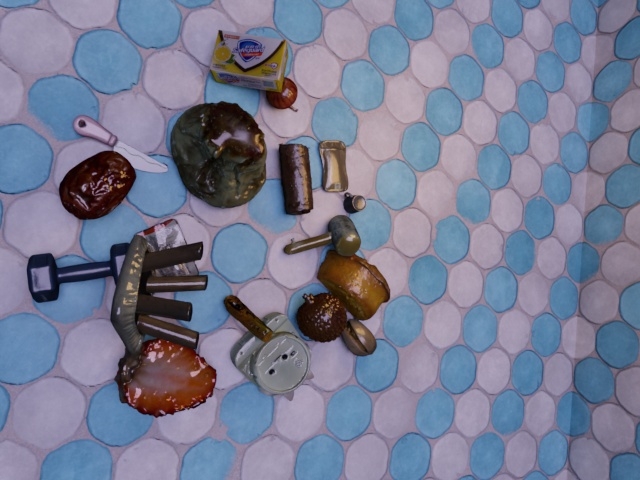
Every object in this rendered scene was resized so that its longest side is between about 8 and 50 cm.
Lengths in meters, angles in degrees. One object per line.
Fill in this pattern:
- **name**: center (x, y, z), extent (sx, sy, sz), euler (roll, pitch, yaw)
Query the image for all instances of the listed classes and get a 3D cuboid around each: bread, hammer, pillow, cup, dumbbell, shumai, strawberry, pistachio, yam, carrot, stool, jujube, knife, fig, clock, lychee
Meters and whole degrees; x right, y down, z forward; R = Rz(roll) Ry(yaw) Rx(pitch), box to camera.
- **bread**: center (0.152, 0.180, 1.876), extent (0.340, 0.179, 0.194), euler (47, 72, -14)
- **hammer**: center (0.000, 0.000, 1.846), extent (0.305, 0.202, 0.113), euler (-13, 121, -4)
- **pillow**: center (0.060, -0.312, 1.936), extent (0.130, 0.033, 0.218), euler (-6, 90, -26)
- **cup**: center (0.140, -0.163, 1.940), extent (0.078, 0.077, 0.100), euler (-46, 104, -18)
- **dumbbell**: center (-0.767, 0.102, 1.500), extent (0.315, 0.156, 0.144), euler (-8, 61, -24)
- **shumai**: center (-0.329, -0.319, 1.613), extent (0.324, 0.323, 0.398), euler (-31, 99, -23)
- **strawberry**: center (-0.532, 0.469, 1.597), extent (0.336, 0.149, 0.265), euler (24, 72, -31)
- **pistachio**: center (0.158, 0.406, 1.909), extent (0.124, 0.124, 0.185), euler (-37, 96, -20)
- **yam**: center (-0.092, -0.242, 1.820), extent (0.130, 0.131, 0.280), euler (-6, 91, -23)
- **carrot**: center (-0.267, 0.284, 1.691), extent (0.228, 0.069, 0.069), euler (37, 70, 23)
- **stool**: center (-0.491, 0.177, 1.450), extent (0.225, 0.310, 0.311), euler (5, 56, -5)
- **jujube**: center (-0.734, -0.180, 1.519), extent (0.183, 0.183, 0.243), euler (45, 65, -15)
- **knife**: center (-0.695, -0.317, 1.607), extent (0.335, 0.043, 0.081), euler (32, 82, -21)
- **fig**: center (-0.140, -0.579, 1.820), extent (0.150, 0.128, 0.129), euler (-13, 93, -50)
- **clock**: center (-0.158, 0.460, 1.768), extent (0.265, 0.108, 0.324), euler (-44, 105, -19)
- **lychee**: center (0.003, 0.296, 1.803), extent (0.200, 0.200, 0.238), euler (-42, 116, -19)

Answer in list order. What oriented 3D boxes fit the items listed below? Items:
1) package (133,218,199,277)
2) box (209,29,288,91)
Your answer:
- **package**: center (-0.548, 0.053, 1.653), extent (0.166, 0.040, 0.232), euler (-25, 94, -12)
- **box**: center (-0.263, -0.668, 1.722), extent (0.264, 0.097, 0.169), euler (12, 83, 3)
